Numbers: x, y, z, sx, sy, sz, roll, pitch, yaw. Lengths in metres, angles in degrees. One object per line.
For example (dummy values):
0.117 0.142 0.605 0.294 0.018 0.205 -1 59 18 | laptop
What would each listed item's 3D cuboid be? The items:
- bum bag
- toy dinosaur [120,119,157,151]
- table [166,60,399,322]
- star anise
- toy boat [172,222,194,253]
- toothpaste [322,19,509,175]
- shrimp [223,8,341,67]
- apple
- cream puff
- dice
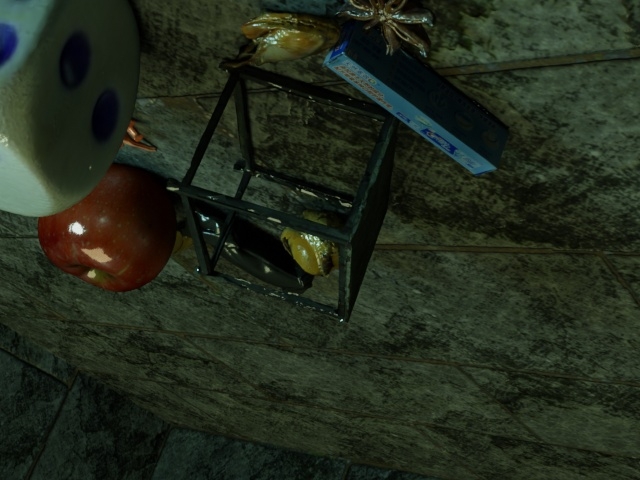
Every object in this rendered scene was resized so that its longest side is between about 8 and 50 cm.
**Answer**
-0.132 0.024 2.107 0.326 0.079 0.142 32 164 -33 | bum bag
-0.359 -0.208 1.788 0.101 0.055 0.279 35 170 32 | toy dinosaur
-0.050 -0.063 1.624 0.272 0.222 0.335 17 157 7 | table
0.080 -0.270 1.252 0.141 0.042 0.141 26 161 9 | star anise
-0.282 -0.006 2.214 0.047 0.049 0.149 65 150 6 | toy boat
0.127 -0.182 1.386 0.272 0.066 0.053 33 157 -25 | toothpaste
-0.073 -0.267 1.371 0.117 0.066 0.262 18 169 -36 | shrimp
-0.394 -0.025 2.036 0.260 0.216 0.260 17 158 7 | apple
0.000 0.000 1.882 0.119 0.104 0.133 53 151 8 | cream puff
-0.424 -0.232 1.455 0.277 0.304 0.304 15 157 16 | dice
